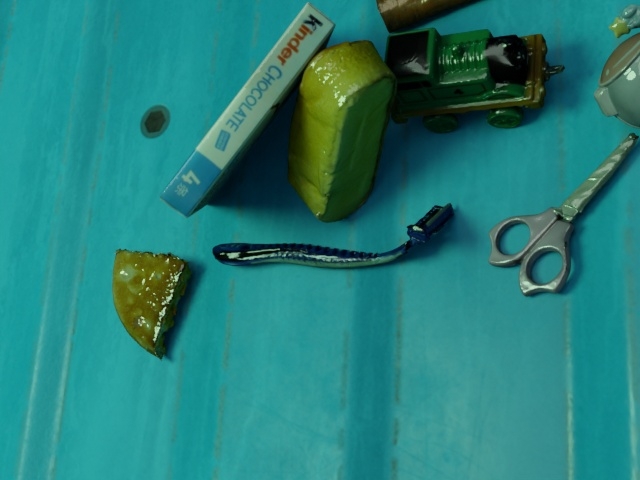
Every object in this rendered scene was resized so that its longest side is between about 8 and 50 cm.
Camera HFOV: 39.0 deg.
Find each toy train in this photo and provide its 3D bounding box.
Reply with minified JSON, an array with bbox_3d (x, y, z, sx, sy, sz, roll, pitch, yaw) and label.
[{"bbox_3d":[0.163,-0.193,1.050,0.227,0.136,0.091,-3,72,29],"label":"toy train"}]

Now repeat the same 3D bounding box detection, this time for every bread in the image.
[{"bbox_3d":[0.023,-0.127,1.055,0.102,0.245,0.094,-24,60,-23],"label":"bread"}]

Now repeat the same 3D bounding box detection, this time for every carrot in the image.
[{"bbox_3d":[0.180,-0.318,1.140,0.224,0.057,0.057,-12,68,17],"label":"carrot"}]

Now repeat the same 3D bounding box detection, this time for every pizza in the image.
[{"bbox_3d":[-0.224,0.066,1.220,0.131,0.041,0.178,-46,58,10],"label":"pizza"}]

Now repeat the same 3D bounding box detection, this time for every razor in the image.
[{"bbox_3d":[0.004,0.012,1.116,0.324,0.093,0.056,-8,105,29],"label":"razor"}]

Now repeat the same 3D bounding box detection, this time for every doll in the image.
[{"bbox_3d":[0.409,-0.231,0.941,0.287,0.151,0.151,-46,58,15],"label":"doll"}]

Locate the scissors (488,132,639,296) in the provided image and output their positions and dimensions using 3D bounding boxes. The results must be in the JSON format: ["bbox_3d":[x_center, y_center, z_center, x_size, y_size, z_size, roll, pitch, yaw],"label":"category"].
[{"bbox_3d":[0.278,-0.035,1.002,0.212,0.021,0.110,-48,55,5],"label":"scissors"}]

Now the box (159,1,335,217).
[{"bbox_3d":[-0.086,-0.153,1.109,0.048,0.265,0.273,38,92,-6],"label":"box"}]
